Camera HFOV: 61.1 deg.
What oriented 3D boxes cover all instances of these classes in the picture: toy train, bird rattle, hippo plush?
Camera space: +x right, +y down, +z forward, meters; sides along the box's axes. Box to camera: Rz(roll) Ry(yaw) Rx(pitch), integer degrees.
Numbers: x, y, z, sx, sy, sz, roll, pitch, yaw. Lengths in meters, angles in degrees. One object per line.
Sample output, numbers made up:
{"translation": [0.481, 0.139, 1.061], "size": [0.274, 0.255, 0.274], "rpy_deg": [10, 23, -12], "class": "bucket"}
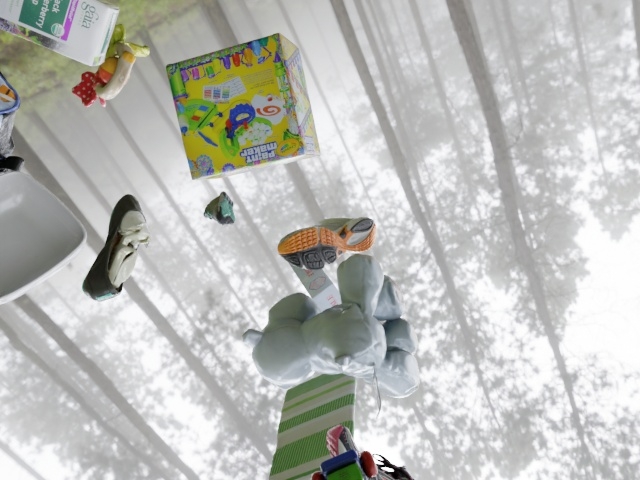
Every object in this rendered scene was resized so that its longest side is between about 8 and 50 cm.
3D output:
{"translation": [0.076, 0.467, 0.851], "size": [0.105, 0.248, 0.143], "rpy_deg": [-21, -156, -5], "class": "toy train"}
{"translation": [-0.599, -0.480, 1.525], "size": [0.253, 0.143, 0.207], "rpy_deg": [-51, -137, 5], "class": "bird rattle"}
{"translation": [0.017, 0.189, 0.914], "size": [0.237, 0.234, 0.294], "rpy_deg": [-20, -150, 27], "class": "hippo plush"}

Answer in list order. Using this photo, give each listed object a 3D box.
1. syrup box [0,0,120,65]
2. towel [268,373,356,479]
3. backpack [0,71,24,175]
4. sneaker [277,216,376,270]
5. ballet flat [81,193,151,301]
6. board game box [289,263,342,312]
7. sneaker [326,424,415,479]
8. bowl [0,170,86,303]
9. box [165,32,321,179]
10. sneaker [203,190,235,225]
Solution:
{"translation": [-0.435, -0.355, 0.810], "size": [0.093, 0.237, 0.096], "rpy_deg": [-64, -162, 16], "class": "syrup box"}
{"translation": [-0.013, 0.470, 1.370], "size": [0.248, 0.038, 0.324], "rpy_deg": [-29, -155, 21], "class": "towel"}
{"translation": [-0.533, -0.198, 0.640], "size": [0.263, 0.276, 0.213], "rpy_deg": [-27, 162, -38], "class": "backpack"}
{"translation": [0.000, 0.000, 1.248], "size": [0.263, 0.099, 0.121], "rpy_deg": [-11, -164, -37], "class": "sneaker"}
{"translation": [-0.443, 0.014, 1.238], "size": [0.096, 0.095, 0.280], "rpy_deg": [-4, -122, 23], "class": "ballet flat"}
{"translation": [0.034, 0.175, 1.442], "size": [0.066, 0.318, 0.318], "rpy_deg": [-36, -152, -3], "class": "board game box"}
{"translation": [0.119, 0.465, 1.040], "size": [0.112, 0.299, 0.121], "rpy_deg": [-39, -170, -6], "class": "sneaker"}
{"translation": [-0.369, 0.001, 0.645], "size": [0.142, 0.142, 0.053], "rpy_deg": [-44, 171, -34], "class": "bowl"}
{"translation": [-0.181, -0.312, 1.324], "size": [0.290, 0.279, 0.177], "rpy_deg": [-10, -174, 14], "class": "box"}
{"translation": [-0.340, -0.084, 1.789], "size": [0.098, 0.083, 0.223], "rpy_deg": [-31, -158, 6], "class": "sneaker"}
